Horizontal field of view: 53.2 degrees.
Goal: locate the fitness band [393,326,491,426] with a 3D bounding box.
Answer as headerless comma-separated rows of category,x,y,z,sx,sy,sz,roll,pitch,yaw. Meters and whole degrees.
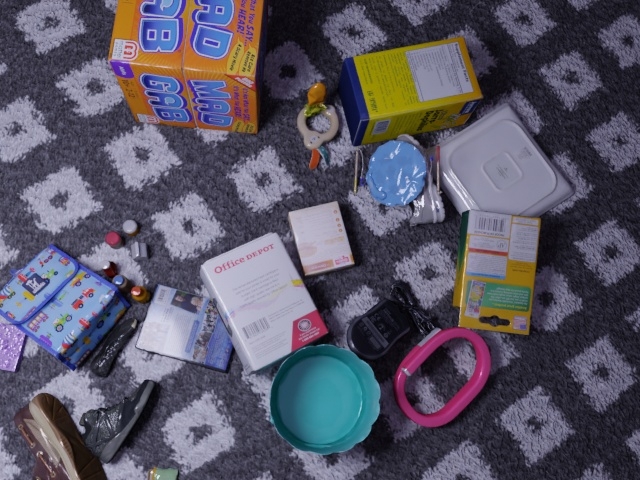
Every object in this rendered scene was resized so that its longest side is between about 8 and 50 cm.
fitness band,0.327,0.359,1.699,0.291,0.054,0.209,-42,101,-11

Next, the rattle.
rattle,0.000,-0.322,1.827,0.130,0.142,0.200,16,68,-20

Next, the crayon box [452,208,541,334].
crayon box,0.484,0.087,1.772,0.202,0.083,0.323,7,86,-3

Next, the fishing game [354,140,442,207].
fishing game,0.216,-0.186,1.799,0.263,0.041,0.189,-1,92,29

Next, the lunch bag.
lunch bag,-0.690,0.156,1.662,0.293,0.138,0.221,31,67,15

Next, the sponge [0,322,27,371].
sponge,-0.878,0.265,1.660,0.209,0.031,0.117,11,75,-2

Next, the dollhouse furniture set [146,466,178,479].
dollhouse furniture set,-0.403,0.648,1.593,0.076,0.058,0.152,4,76,-4

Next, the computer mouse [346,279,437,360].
computer mouse,0.172,0.241,1.722,0.272,0.072,0.189,-26,75,-34

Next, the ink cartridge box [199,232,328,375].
ink cartridge box,-0.152,0.166,1.681,0.226,0.131,0.306,-24,77,-20

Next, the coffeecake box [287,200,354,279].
coffeecake box,0.000,0.000,1.780,0.142,0.068,0.186,-13,78,-8

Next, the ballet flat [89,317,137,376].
ballet flat,-0.541,0.279,1.685,0.049,0.057,0.173,44,74,-36

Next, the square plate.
square plate,0.528,-0.200,1.884,0.344,0.049,0.347,-32,81,-11

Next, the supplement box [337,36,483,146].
supplement box,0.249,-0.424,1.840,0.356,0.195,0.194,-12,78,-7

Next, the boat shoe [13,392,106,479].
boat shoe,-0.646,0.549,1.575,0.123,0.123,0.342,-36,82,2

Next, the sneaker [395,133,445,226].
sneaker,0.262,-0.174,1.827,0.115,0.105,0.282,-18,75,-2

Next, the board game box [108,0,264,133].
board game box,-0.333,-0.539,1.734,0.356,0.356,0.357,5,76,-4

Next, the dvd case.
dvd case,-0.349,0.236,1.717,0.252,0.022,0.181,16,76,-1

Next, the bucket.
bucket,0.003,0.401,1.624,0.280,0.183,0.281,1,76,-5

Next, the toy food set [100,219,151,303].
toy food set,-0.522,0.052,1.704,0.111,0.104,0.233,-8,77,-7

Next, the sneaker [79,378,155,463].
sneaker,-0.522,0.434,1.620,0.130,0.087,0.228,35,81,-3
